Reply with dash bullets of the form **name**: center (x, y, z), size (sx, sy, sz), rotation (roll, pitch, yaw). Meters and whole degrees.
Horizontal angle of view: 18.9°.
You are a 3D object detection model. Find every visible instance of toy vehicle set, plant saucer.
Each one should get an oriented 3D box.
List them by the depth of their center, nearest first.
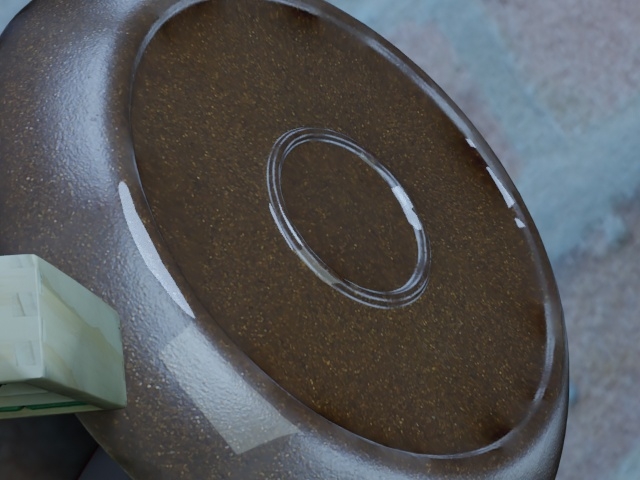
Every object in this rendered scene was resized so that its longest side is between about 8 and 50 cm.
- **toy vehicle set**: center (-0.204, 0.043, 0.611), size (0.267, 0.166, 0.035), rotation (-5, 82, 3)
- **plant saucer**: center (0.000, 0.000, 0.804), size (0.310, 0.050, 0.310), rotation (26, 43, -28)

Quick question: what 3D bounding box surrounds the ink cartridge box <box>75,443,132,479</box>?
- **ink cartridge box**: center (-0.012, 0.229, 0.799), size (0.273, 0.114, 0.197), rotation (41, 63, -20)
